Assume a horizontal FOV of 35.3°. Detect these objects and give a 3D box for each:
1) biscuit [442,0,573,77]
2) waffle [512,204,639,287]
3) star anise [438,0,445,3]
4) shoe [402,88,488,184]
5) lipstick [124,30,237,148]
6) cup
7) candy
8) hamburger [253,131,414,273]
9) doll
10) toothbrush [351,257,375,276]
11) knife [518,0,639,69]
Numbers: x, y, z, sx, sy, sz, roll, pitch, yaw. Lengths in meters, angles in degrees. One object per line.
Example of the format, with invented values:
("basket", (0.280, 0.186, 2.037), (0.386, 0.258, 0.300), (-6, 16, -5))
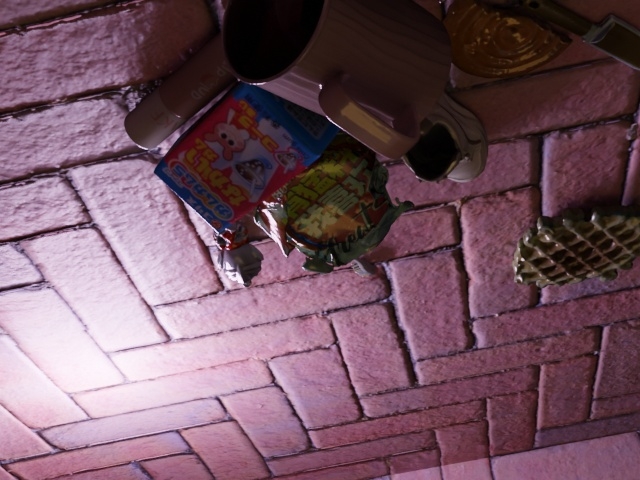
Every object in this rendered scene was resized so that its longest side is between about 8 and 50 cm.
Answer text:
("biscuit", (0.273, -0.306, 1.570), (0.224, 0.033, 0.144), (16, 140, -32))
("waffle", (0.551, 0.013, 2.112), (0.292, 0.056, 0.309), (-4, 148, -6))
("star anise", (0.107, -0.389, 1.246), (0.099, 0.220, 0.214), (-43, 145, 26))
("shoe", (0.202, -0.150, 1.684), (0.124, 0.159, 0.316), (-27, 141, 24))
("lipstick", (-0.199, -0.232, 1.539), (0.070, 0.070, 0.254), (23, 136, -40))
("cup", (0.041, -0.261, 1.367), (0.273, 0.288, 0.208), (20, 103, -42))
("candy", (-0.119, -0.146, 1.573), (0.157, 0.100, 0.306), (43, 139, -13))
("hamburger", (0.007, -0.085, 1.777), (0.260, 0.150, 0.276), (-29, 130, 0))
("doll", (-0.162, 0.025, 1.954), (0.094, 0.079, 0.180), (-13, 134, 5))
("toothbrush", (0.000, 0.000, 1.990), (0.037, 0.028, 0.375), (-19, 147, 30))
("knife", (0.446, -0.327, 1.583), (0.343, 0.027, 0.061), (17, 136, -34))
